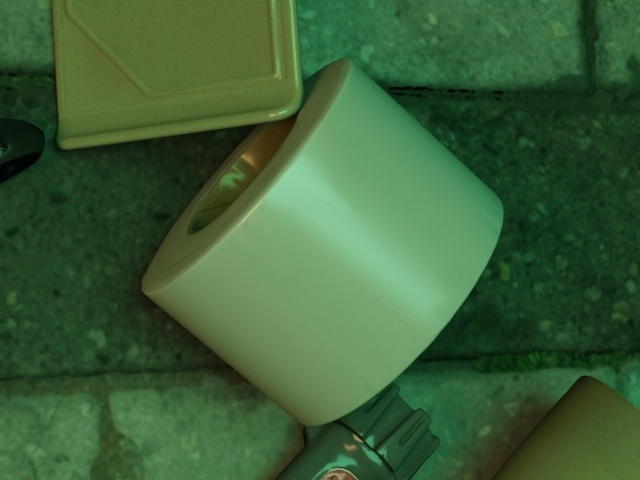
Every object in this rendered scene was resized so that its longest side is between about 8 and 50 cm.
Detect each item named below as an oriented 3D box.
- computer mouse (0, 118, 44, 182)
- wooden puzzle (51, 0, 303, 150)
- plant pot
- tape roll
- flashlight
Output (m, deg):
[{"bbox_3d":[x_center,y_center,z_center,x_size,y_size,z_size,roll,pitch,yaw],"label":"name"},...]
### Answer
[{"bbox_3d":[-0.324,-0.037,1.089,0.242,0.071,0.041,-27,86,-20],"label":"computer mouse"},{"bbox_3d":[-0.117,-0.197,1.143,0.044,0.221,0.238,16,70,-65],"label":"wooden puzzle"},{"bbox_3d":[0.200,0.297,1.194,0.274,0.256,0.256,-38,99,-5],"label":"plant pot"},{"bbox_3d":[0.000,0.000,1.123,0.169,0.246,0.246,42,70,-14],"label":"tape roll"},{"bbox_3d":[-0.022,0.248,1.164,0.304,0.103,0.103,-43,127,-23],"label":"flashlight"}]
